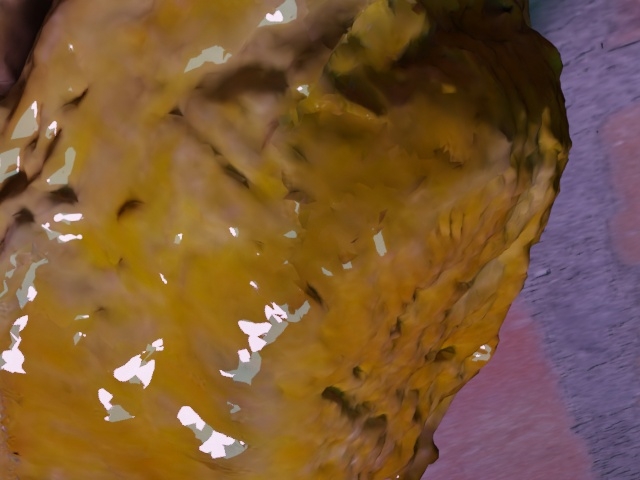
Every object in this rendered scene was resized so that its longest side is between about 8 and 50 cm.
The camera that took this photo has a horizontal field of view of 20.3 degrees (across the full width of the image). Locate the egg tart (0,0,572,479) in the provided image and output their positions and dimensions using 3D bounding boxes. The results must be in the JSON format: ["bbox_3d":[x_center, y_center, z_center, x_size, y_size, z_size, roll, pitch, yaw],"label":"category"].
[{"bbox_3d":[0.000,0.000,0.731,0.351,0.153,0.339,-56,156,9],"label":"egg tart"}]

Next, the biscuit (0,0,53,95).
[{"bbox_3d":[-0.097,-0.048,0.735,0.141,0.038,0.290,-58,157,-15],"label":"biscuit"}]
